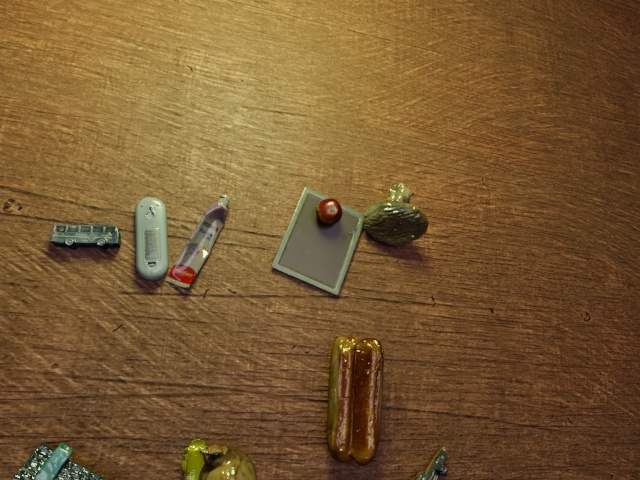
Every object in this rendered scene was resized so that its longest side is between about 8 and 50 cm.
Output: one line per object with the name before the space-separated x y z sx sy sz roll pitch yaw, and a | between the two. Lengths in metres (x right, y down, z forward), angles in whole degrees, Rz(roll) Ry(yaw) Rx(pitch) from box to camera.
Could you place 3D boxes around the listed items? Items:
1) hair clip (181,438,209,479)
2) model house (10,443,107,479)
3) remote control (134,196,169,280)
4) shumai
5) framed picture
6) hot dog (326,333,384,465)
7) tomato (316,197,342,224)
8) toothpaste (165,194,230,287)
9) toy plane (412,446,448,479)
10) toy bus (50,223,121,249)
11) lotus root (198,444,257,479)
hair clip | -0.320 0.599 1.044 0.072 0.046 0.173 6 74 -25
model house | -0.564 0.602 0.875 0.261 0.226 0.241 34 67 -8
remote control | -0.479 -0.008 1.163 0.086 0.047 0.245 -5 75 -15
shumai | 0.249 -0.086 1.366 0.209 0.162 0.153 -3 43 13
framed picture | 0.000 0.000 1.320 0.232 0.019 0.297 25 70 -8
hot dog | 0.100 0.447 1.175 0.158 0.117 0.350 3 71 4
tomato | 0.028 -0.093 1.302 0.087 0.075 0.088 3 79 -13
toothpaste | -0.347 -0.004 1.203 0.075 0.048 0.301 28 71 -12
toy plane | 0.293 0.732 1.161 0.204 0.103 0.316 43 68 -1
toy bus | -0.635 -0.011 1.117 0.165 0.047 0.065 1 71 -16
lotus root | -0.224 0.618 1.014 0.139 0.154 0.257 -9 97 -23
